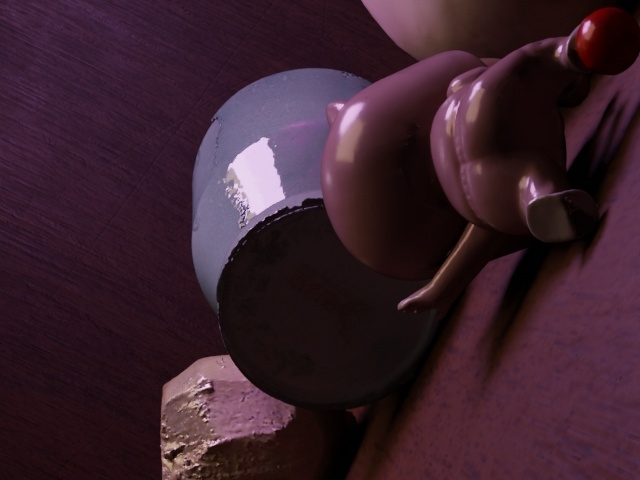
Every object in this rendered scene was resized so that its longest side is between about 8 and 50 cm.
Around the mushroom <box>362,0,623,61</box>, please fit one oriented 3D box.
[{"bbox_3d":[0.128,-0.299,1.505,0.356,0.315,0.315,-85,19,-54],"label":"mushroom"}]

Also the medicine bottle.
[{"bbox_3d":[0.000,0.000,1.661,0.290,0.245,0.245,-94,30,-67],"label":"medicine bottle"}]

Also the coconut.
[{"bbox_3d":[-0.059,0.192,1.774,0.194,0.194,0.194,-63,3,5],"label":"coconut"}]

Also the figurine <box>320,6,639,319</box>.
[{"bbox_3d":[0.119,-0.052,1.245,0.186,0.176,0.287,-18,-3,-28],"label":"figurine"}]
